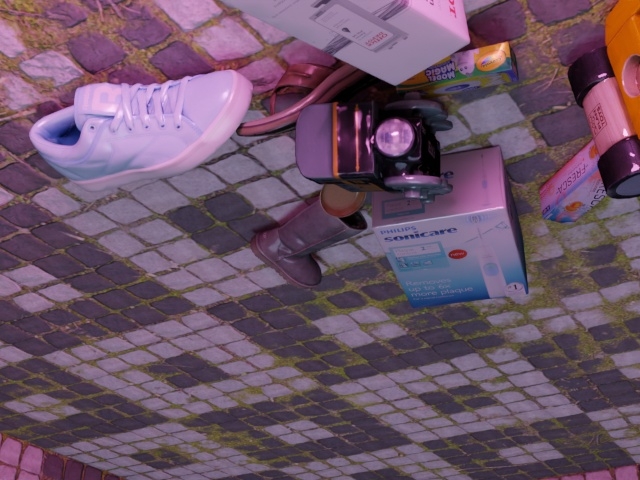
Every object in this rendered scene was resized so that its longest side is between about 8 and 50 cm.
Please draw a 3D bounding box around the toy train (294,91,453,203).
[{"bbox_3d":[0.084,-0.125,1.300,0.190,0.142,0.334,0,180,12],"label":"toy train"}]

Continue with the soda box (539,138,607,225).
[{"bbox_3d":[0.427,-0.098,1.484,0.058,0.063,0.183,13,147,-17],"label":"soda box"}]

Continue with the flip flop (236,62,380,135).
[{"bbox_3d":[0.000,-0.221,1.279,0.277,0.080,0.112,-30,177,22],"label":"flip flop"}]

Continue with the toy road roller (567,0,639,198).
[{"bbox_3d":[0.490,-0.208,1.183,0.240,0.203,0.329,-5,156,-14],"label":"toy road roller"}]

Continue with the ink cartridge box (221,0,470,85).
[{"bbox_3d":[0.018,-0.312,0.960,0.117,0.207,0.283,-24,152,39],"label":"ink cartridge box"}]

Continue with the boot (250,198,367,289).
[{"bbox_3d":[0.001,0.002,1.671,0.208,0.076,0.189,-29,138,30],"label":"boot"}]

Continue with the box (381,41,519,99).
[{"bbox_3d":[0.174,-0.225,1.260,0.179,0.043,0.105,-8,179,18],"label":"box"}]

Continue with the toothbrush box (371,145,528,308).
[{"bbox_3d":[0.226,-0.013,1.574,0.216,0.126,0.295,-8,146,15],"label":"toothbrush box"}]

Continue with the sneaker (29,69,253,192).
[{"bbox_3d":[-0.271,-0.168,1.323,0.366,0.135,0.150,-20,146,29],"label":"sneaker"}]

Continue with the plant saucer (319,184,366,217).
[{"bbox_3d":[0.036,-0.079,1.544,0.083,0.015,0.083,-9,119,-17],"label":"plant saucer"}]
